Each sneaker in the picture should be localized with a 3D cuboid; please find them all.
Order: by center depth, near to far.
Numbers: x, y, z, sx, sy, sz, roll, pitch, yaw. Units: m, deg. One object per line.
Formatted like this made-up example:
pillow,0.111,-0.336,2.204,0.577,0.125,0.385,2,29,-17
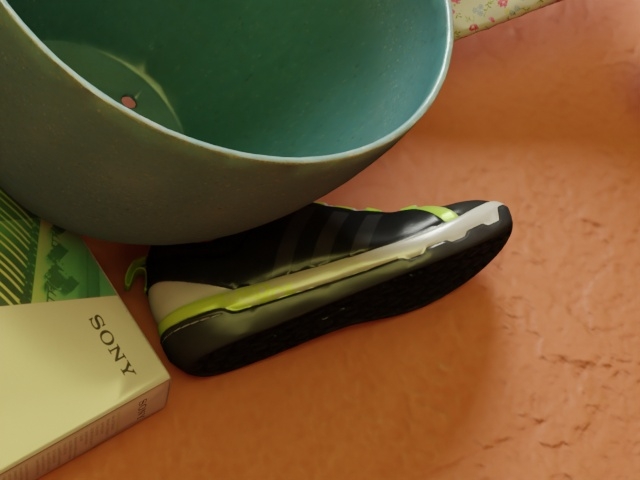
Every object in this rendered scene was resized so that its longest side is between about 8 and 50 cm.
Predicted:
sneaker,0.000,0.000,1.127,0.234,0.084,0.097,-18,70,-15

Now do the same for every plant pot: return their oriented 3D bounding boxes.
plant pot,-0.100,-0.111,1.062,0.290,0.195,0.290,17,51,-22

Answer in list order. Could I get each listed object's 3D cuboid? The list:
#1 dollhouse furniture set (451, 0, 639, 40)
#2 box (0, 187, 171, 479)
dollhouse furniture set,0.057,-0.216,1.139,0.303,0.174,0.356,-20,91,1
box,-0.278,0.068,1.072,0.322,0.058,0.232,-29,75,-20
